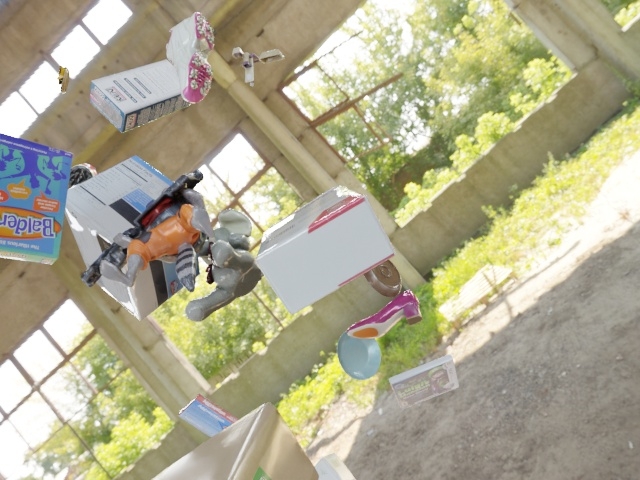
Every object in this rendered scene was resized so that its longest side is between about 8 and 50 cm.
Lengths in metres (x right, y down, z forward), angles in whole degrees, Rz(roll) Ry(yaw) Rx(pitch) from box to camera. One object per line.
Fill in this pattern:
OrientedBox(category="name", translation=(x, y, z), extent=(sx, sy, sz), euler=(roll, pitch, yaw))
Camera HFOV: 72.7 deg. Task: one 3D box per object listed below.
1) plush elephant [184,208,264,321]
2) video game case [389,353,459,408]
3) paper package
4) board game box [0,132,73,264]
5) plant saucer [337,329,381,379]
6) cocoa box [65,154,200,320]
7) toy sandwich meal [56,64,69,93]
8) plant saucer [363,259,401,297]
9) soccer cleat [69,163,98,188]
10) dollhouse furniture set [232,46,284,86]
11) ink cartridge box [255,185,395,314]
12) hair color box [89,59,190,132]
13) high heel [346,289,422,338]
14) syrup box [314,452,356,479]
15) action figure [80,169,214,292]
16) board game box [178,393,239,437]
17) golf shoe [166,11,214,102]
OrientedBox(category="plush elephant", translation=(-0.318, 0.052, 1.387), extent=(0.330, 0.255, 0.272), euler=(-13, -47, -54))
OrientedBox(category="video game case", translation=(0.308, 0.420, 1.281), extent=(0.190, 0.173, 0.022), euler=(-22, 41, 2))
OrientedBox(category="paper package", translation=(-0.175, 0.430, 0.601), extent=(0.309, 0.168, 0.325), euler=(-38, 1, 11))
OrientedBox(category="board game box", translation=(-0.529, -0.075, 0.746), extent=(0.160, 0.210, 0.047), euler=(14, -26, -42))
OrientedBox(category="plant saucer", translation=(0.138, 0.427, 1.637), extent=(0.195, 0.195, 0.037), euler=(-38, 1, -37))
OrientedBox(category="cocoa box", translation=(-0.490, -0.002, 1.175), extent=(0.228, 0.231, 0.347), euler=(-43, -21, -36))
OrientedBox(category="toy sandwich meal", translation=(-0.758, -0.474, 1.277), extent=(0.029, 0.085, 0.085), euler=(12, -35, -27))
OrientedBox(category="plant saucer", translation=(0.207, 0.108, 1.428), extent=(0.029, 0.168, 0.168), euler=(-44, -5, 36))
OrientedBox(category="soccer cleat", translation=(-0.839, -0.120, 1.590), extent=(0.109, 0.318, 0.116), euler=(-1, 16, -6))
OrientedBox(category="dollhouse furniture set", translation=(-0.159, -0.459, 1.142), extent=(0.114, 0.081, 0.091), euler=(-3, -3, 23))
OrientedBox(category="ink cartridge box", translation=(0.000, 0.000, 1.124), extent=(0.279, 0.160, 0.384), euler=(-31, 12, 2))
OrientedBox(category="hair color box", translation=(-0.669, -0.558, 1.661), extent=(0.347, 0.174, 0.105), euler=(-44, -3, -44))
OrientedBox(category="high heel", translation=(0.196, 0.233, 1.388), extent=(0.244, 0.082, 0.117), euler=(-21, 41, 9))
OrientedBox(category="syrup box", translation=(-0.026, 0.673, 1.117), extent=(0.237, 0.096, 0.093), euler=(-49, -29, 3))
OrientedBox(category="action figure", translation=(-0.330, 0.022, 0.898), extent=(0.341, 0.178, 0.330), euler=(-44, 13, 0))
OrientedBox(category="board game box", translation=(-0.304, 0.597, 1.381), extent=(0.145, 0.281, 0.027), euler=(-45, 12, 36))
OrientedBox(category="golf shoe", translation=(-0.415, -0.558, 1.359), extent=(0.140, 0.306, 0.115), euler=(-6, -20, 18))
